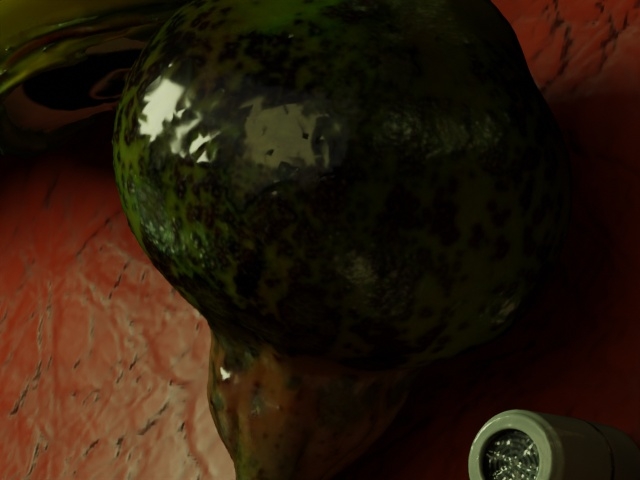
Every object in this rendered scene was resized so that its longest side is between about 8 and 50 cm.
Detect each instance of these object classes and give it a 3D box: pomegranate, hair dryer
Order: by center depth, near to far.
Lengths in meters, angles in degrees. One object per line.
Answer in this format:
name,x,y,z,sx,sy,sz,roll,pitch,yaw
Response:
hair dryer,0.108,0.143,0.840,0.047,0.082,0.137,-17,72,33
pomegranate,0.016,0.001,0.942,0.204,0.277,0.222,-21,19,-16

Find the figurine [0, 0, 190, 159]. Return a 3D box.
figurine,-0.189,-0.161,1.154,0.340,0.323,0.231,-27,96,33
